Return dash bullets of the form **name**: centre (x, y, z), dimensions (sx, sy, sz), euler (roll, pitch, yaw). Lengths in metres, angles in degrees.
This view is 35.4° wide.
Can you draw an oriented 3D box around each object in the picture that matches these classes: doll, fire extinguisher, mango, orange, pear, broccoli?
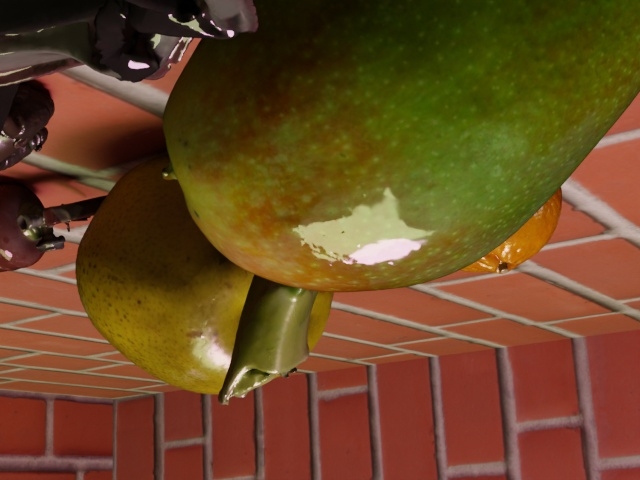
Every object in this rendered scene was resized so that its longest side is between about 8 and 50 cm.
- **doll**: centre (-0.302, -0.100, 0.942), dimensions (0.139, 0.057, 0.165), euler (-37, 178, 22)
- **fire extinguisher**: centre (-0.413, -0.011, 1.229), dimensions (0.336, 0.107, 0.147), euler (-9, -171, 22)
- **mango**: centre (0.081, -0.108, 0.630), dimensions (0.381, 0.225, 0.201), euler (-32, -174, 4)
- **orange**: centre (0.180, -0.040, 1.119), dimensions (0.177, 0.155, 0.177), euler (10, 168, 2)
- **pear**: centre (-0.123, 0.030, 1.108), dimensions (0.294, 0.294, 0.294), euler (-3, 165, -1)
- **broccoli**: centre (0.025, -0.022, 0.872), dimensions (0.186, 0.302, 0.254), euler (5, 160, -18)

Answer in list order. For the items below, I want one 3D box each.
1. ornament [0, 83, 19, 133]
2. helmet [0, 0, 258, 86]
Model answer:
- **ornament**: centre (-0.353, -0.151, 0.755), dimensions (0.196, 0.153, 0.166), euler (16, 176, 32)
- **helmet**: centre (-0.176, -0.176, 0.448), dimensions (0.270, 0.197, 0.338), euler (-4, -177, -33)
